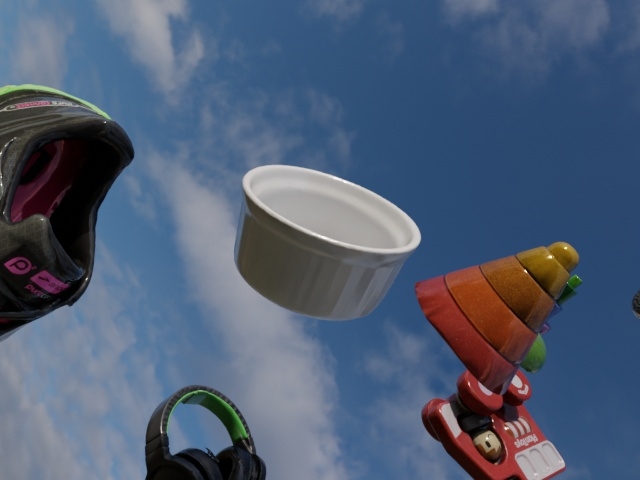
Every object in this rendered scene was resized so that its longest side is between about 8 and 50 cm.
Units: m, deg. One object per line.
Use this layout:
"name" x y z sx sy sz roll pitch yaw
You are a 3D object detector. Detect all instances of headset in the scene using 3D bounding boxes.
"headset" -0.187 0.454 0.902 0.185 0.243 0.394 -36 -126 21

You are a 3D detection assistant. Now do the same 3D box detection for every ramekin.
"ramekin" 0.000 0.000 0.741 0.277 0.277 0.135 38 -60 34

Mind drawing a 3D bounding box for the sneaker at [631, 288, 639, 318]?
"sneaker" 0.582 0.084 0.719 0.211 0.080 0.081 -20 -70 7

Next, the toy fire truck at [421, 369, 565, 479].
"toy fire truck" 0.384 0.424 1.048 0.169 0.302 0.254 -55 -131 33

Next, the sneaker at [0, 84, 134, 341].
"sneaker" -0.363 0.031 0.485 0.202 0.185 0.482 13 -112 23

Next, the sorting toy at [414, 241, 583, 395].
"sorting toy" 0.232 0.060 0.518 0.126 0.366 0.127 -44 -117 21
